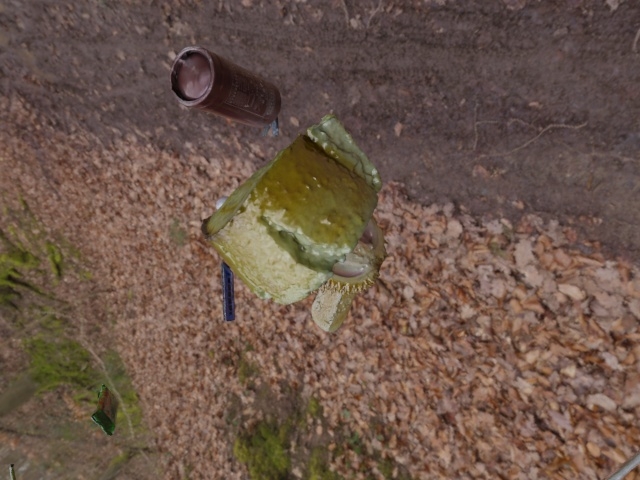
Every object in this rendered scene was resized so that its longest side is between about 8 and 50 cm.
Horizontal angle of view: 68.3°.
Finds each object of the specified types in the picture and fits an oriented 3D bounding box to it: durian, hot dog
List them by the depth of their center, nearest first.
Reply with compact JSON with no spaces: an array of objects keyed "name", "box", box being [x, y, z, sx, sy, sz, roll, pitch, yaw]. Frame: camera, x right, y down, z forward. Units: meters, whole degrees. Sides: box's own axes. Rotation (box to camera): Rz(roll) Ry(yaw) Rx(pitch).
[{"name":"durian","box":[-0.003,0.012,0.797,0.138,0.249,0.183,-62,36,36]},{"name":"hot dog","box":[0.046,0.102,1.087,0.084,0.073,0.243,39,126,36]}]

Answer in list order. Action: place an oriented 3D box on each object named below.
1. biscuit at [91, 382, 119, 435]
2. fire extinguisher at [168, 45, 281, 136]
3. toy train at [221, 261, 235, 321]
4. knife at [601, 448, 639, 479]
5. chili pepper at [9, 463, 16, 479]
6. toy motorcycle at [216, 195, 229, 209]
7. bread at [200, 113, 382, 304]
[{"name":"biscuit","box":[-0.327,0.258,0.723,0.046,0.016,0.089,62,170,-20]},{"name":"fire extinguisher","box":[-0.146,-0.256,0.852,0.104,0.105,0.269,41,-163,17]},{"name":"toy train","box":[-0.130,0.071,0.662,0.017,0.017,0.084,176,91,-68]},{"name":"knife","box":[0.187,0.004,0.148,0.017,0.297,0.047,56,-178,31]},{"name":"chili pepper","box":[-0.505,0.476,0.801,0.073,0.072,0.204,-14,78,30]},{"name":"toy motorcycle","box":[-0.159,-0.045,1.063,0.170,0.110,0.260,37,-167,-27]},{"name":"bread","box":[-0.038,-0.031,0.546,0.124,0.186,0.257,48,164,-14]}]
